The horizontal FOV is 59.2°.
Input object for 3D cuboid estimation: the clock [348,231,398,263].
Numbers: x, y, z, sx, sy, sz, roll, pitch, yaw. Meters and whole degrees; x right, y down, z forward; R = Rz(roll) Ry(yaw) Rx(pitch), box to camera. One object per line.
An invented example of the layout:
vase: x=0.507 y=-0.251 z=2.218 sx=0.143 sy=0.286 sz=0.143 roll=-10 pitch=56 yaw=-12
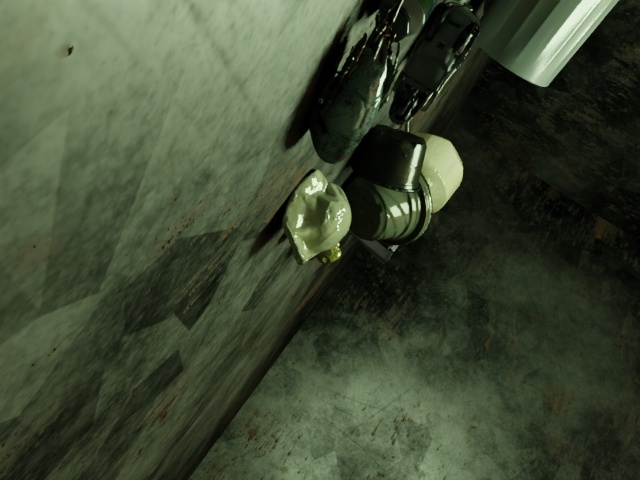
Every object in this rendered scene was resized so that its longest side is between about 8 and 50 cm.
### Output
clock: x=0.149 y=-0.042 z=1.605 sx=0.083 sy=0.186 sz=0.253 roll=-53 pitch=174 yaw=25

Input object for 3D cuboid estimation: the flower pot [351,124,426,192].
flower pot: x=0.156 y=-0.180 z=1.200 sx=0.157 sy=0.157 sz=0.107 roll=-40 pitch=150 yaw=-66

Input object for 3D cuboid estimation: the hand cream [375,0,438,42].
hand cream: x=0.144 y=-0.339 z=0.722 sx=0.271 sy=0.058 sz=0.091 roll=-56 pitch=168 yaw=-35

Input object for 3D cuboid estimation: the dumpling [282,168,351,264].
dumpling: x=-0.008 y=-0.054 z=0.938 sx=0.169 sy=0.100 sz=0.134 roll=-33 pitch=125 yaw=-26

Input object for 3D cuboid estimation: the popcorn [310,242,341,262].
popcorn: x=0.001 y=-0.001 z=1.227 sx=0.109 sy=0.089 sz=0.097 roll=-62 pitch=149 yaw=-71

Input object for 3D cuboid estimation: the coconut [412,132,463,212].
coconut: x=0.324 y=-0.220 z=1.776 sx=0.266 sy=0.237 sz=0.237 roll=-44 pitch=167 yaw=-39

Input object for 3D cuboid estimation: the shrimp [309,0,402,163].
shrimp: x=0.050 y=-0.190 z=0.673 sx=0.090 sy=0.079 sz=0.233 roll=0 pitch=135 yaw=-33

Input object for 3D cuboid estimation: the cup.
cup: x=0.531 y=-0.588 z=1.330 sx=0.327 sy=0.237 sz=0.323 roll=-57 pitch=-144 yaw=34

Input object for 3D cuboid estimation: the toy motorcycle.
toy motorcycle: x=0.205 y=-0.323 z=1.057 sx=0.263 sy=0.091 sz=0.157 roll=-57 pitch=178 yaw=-2

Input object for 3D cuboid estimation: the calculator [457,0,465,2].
calculator: x=0.298 y=-0.522 z=0.945 sx=0.188 sy=0.042 sz=0.302 roll=-53 pitch=173 yaw=-12

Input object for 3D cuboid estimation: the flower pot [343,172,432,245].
flower pot: x=0.139 y=-0.086 z=1.350 sx=0.140 sy=0.235 sz=0.235 roll=-20 pitch=152 yaw=-37
